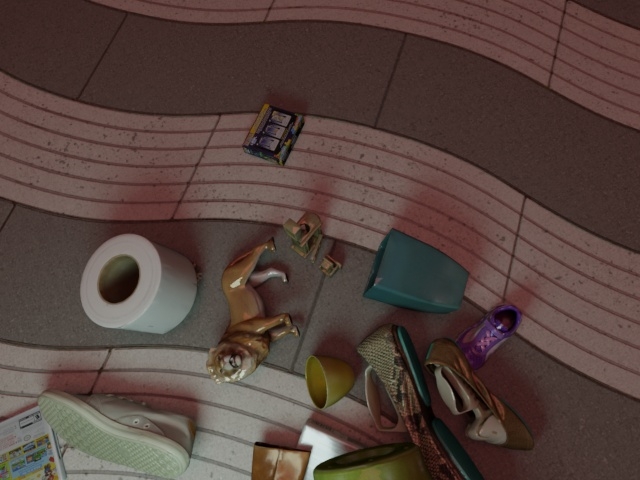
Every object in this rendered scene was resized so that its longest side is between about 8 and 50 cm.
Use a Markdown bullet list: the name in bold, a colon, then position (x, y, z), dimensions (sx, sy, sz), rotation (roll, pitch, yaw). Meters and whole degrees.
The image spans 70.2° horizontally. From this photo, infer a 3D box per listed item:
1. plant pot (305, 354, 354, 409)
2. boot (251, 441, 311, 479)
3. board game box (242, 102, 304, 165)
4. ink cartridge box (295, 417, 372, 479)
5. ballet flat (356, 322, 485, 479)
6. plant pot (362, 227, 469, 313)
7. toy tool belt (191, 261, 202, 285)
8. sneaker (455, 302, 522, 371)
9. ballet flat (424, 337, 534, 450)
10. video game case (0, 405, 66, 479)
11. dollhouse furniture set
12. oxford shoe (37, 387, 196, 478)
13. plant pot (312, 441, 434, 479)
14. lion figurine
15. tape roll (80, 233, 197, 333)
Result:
- **plant pot**: position (0.030, 0.355, 1.171), dimensions (0.095, 0.134, 0.134), rotation (-5, 69, -25)
- **boot**: position (-0.059, 0.645, 1.083), dimensions (0.264, 0.096, 0.280), rotation (7, 75, 19)
- **board game box**: position (-0.148, -0.338, 1.451), dimensions (0.141, 0.048, 0.170), rotation (21, 74, 12)
- **ink cartridge box**: position (0.007, 0.587, 1.133), dimensions (0.181, 0.056, 0.224), rotation (21, 92, 9)
- **ballet flat**: position (0.228, 0.447, 1.123), dimensions (0.182, 0.164, 0.482), rotation (-33, 65, 14)
- **plant pot**: position (0.261, 0.101, 1.225), dimensions (0.234, 0.165, 0.165), rotation (20, 73, 1)
- **toy tool belt**: position (-0.366, 0.110, 1.311), dimensions (0.051, 0.052, 0.083), rotation (32, 76, -20)
- **sneaker**: position (0.440, 0.247, 1.191), dimensions (0.236, 0.104, 0.095), rotation (-42, 75, -10)
- **ballet flat**: position (0.371, 0.398, 1.111), dimensions (0.124, 0.116, 0.342), rotation (-32, 82, -40)
- **video game case**: position (-0.794, 0.567, 1.180), dimensions (0.227, 0.026, 0.206), rotation (-24, 71, -6)
- **dollhouse furniture set**: position (0.000, 0.000, 1.255), dimensions (0.161, 0.182, 0.101), rotation (37, 76, 14)
- **oxford shoe**: position (-0.511, 0.465, 1.156), dimensions (0.450, 0.169, 0.130), rotation (11, 30, 14)
- **plant pot**: position (0.135, 0.624, 0.934), dimensions (0.367, 0.366, 0.352), rotation (-12, 71, -2)
- **lion figurine**: position (-0.202, 0.180, 1.245), dimensions (0.240, 0.142, 0.392), rotation (-16, 57, 5)
- **tape roll**: position (-0.479, 0.119, 1.215), dimensions (0.246, 0.169, 0.246), rotation (-5, 72, 17)
